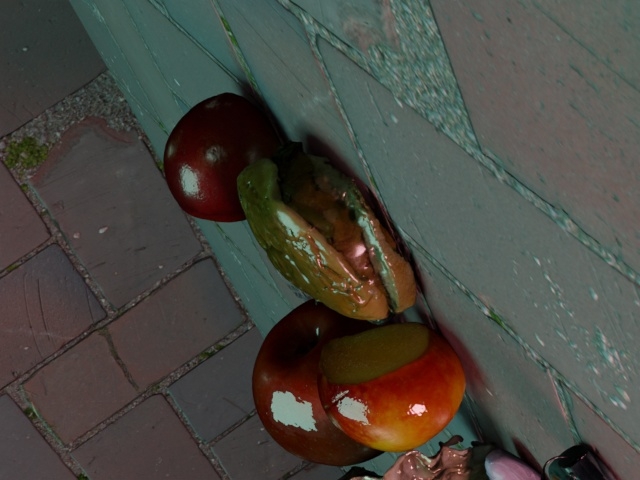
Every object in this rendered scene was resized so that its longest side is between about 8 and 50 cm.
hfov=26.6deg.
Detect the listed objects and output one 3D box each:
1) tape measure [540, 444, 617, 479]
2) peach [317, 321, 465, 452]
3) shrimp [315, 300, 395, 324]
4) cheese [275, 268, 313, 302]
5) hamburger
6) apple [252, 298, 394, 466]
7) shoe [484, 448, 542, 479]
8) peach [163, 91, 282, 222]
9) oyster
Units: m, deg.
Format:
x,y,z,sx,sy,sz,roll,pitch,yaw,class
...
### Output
x,y,z,sx,sy,sz,roll,pitch,yaw,class
0.267,0.321,1.521,0.104,0.180,0.107,36,165,13,tape measure
0.093,0.191,1.832,0.192,0.190,0.190,37,171,-4,peach
0.043,0.076,1.993,0.190,0.073,0.075,25,167,39,shrimp
-0.002,0.082,2.289,0.286,0.074,0.189,55,172,-20,cheese
-0.001,-0.002,1.815,0.265,0.134,0.285,60,172,-18,hamburger
0.026,0.210,2.070,0.216,0.260,0.260,51,174,-33,apple
0.273,0.405,1.856,0.245,0.138,0.095,58,166,-15,shoe
-0.143,-0.125,1.985,0.197,0.197,0.197,53,170,13,peach
0.137,0.364,1.964,0.238,0.351,0.114,-26,63,43,oyster
